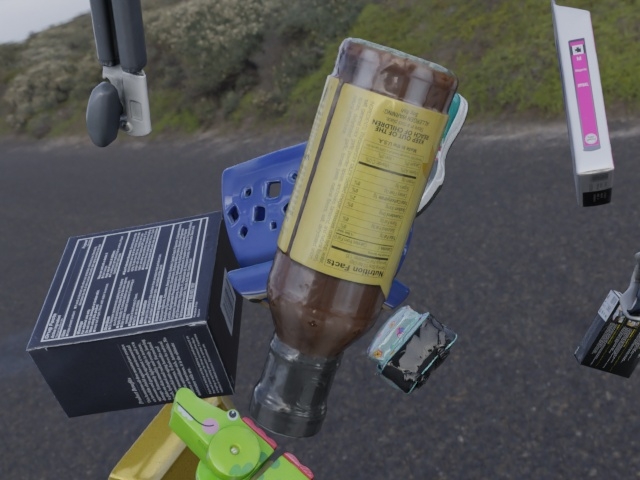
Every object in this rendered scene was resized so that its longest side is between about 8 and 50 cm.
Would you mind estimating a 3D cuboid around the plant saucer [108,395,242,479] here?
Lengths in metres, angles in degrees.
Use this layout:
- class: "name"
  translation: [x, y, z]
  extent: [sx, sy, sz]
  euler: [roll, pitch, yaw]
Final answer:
- class: "plant saucer"
  translation: [-0.290, 0.494, 1.833]
  extent: [0.081, 0.333, 0.333]
  euler: [23, 61, 30]

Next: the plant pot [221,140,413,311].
- class: "plant pot"
  translation: [0.000, 0.000, 1.220]
  extent: [0.236, 0.236, 0.212]
  euler: [-15, 62, 31]

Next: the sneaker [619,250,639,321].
- class: "sneaker"
  translation: [0.396, 0.075, 0.776]
  extent: [0.163, 0.086, 0.226]
  euler: [11, 15, -21]

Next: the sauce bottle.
- class: "sauce bottle"
  translation: [0.016, 0.004, 0.701]
  extent: [0.111, 0.344, 0.111]
  euler: [18, 14, -4]

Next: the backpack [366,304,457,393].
- class: "backpack"
  translation: [0.180, 0.224, 1.648]
  extent: [0.166, 0.144, 0.188]
  euler: [-52, -12, -8]

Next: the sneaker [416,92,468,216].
- class: "sneaker"
  translation: [0.168, -0.201, 1.533]
  extent: [0.124, 0.178, 0.295]
  euler: [-9, 52, 53]

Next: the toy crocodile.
- class: "toy crocodile"
  translation: [-0.058, 0.307, 1.001]
  extent: [0.340, 0.115, 0.105]
  euler: [39, 54, 15]

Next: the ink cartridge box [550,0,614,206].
- class: "ink cartridge box"
  translation: [0.449, -0.259, 1.391]
  extent: [0.069, 0.371, 0.176]
  euler: [-10, -18, 16]

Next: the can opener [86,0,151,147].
- class: "can opener"
  translation: [-0.285, -0.258, 1.120]
  extent: [0.074, 0.280, 0.093]
  euler: [17, 38, 14]

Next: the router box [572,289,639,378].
- class: "router box"
  translation: [0.660, 0.208, 1.769]
  extent: [0.133, 0.179, 0.046]
  euler: [18, 23, -14]

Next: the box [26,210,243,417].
- class: "box"
  translation: [-0.298, 0.122, 1.381]
  extent: [0.294, 0.183, 0.296]
  euler: [-8, 37, 6]
